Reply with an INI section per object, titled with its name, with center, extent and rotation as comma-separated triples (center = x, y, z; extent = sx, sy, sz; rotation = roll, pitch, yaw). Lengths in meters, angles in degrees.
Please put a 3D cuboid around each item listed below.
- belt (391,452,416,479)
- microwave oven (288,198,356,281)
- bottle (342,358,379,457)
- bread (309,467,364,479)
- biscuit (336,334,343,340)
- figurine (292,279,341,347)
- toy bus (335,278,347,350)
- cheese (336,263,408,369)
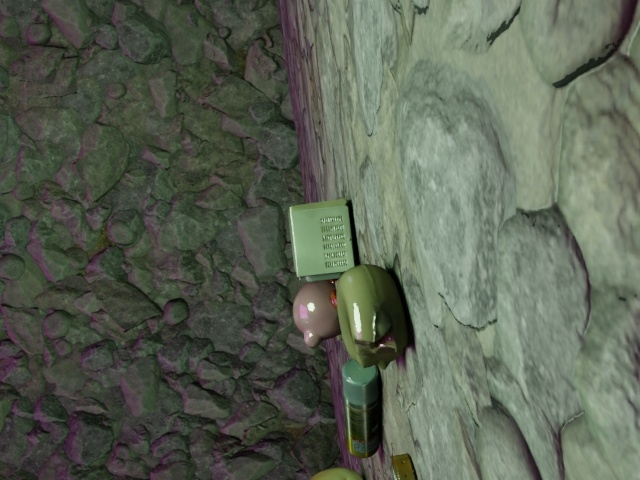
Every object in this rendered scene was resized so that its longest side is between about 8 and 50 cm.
[belt]
center = 0.146, 0.415, 0.934
extent = 0.083, 0.036, 0.059
rotation = -101, 4, -51
[microwave oven]
center = 0.000, 0.000, 1.298
extent = 0.240, 0.146, 0.193
rotation = -168, 69, -85
[bottle]
center = 0.095, 0.388, 1.233
extent = 0.082, 0.082, 0.285
rotation = -104, 7, -52
[bread]
center = 0.053, 0.961, 1.789
extent = 0.375, 0.253, 0.347
rotation = 88, 176, -45
[biscuit]
center = 0.062, 0.251, 1.669
extent = 0.199, 0.041, 0.121
rotation = 101, 157, -81
[figurine]
center = 0.006, 0.186, 1.431
extent = 0.173, 0.174, 0.173
rotation = 172, 90, -86
[toy bus]
center = 0.075, 0.169, 1.251
extent = 0.072, 0.058, 0.171
rotation = 118, 144, -67
[cheese]
center = 0.081, 0.124, 0.862
extent = 0.202, 0.091, 0.175
rotation = 118, 142, -83
